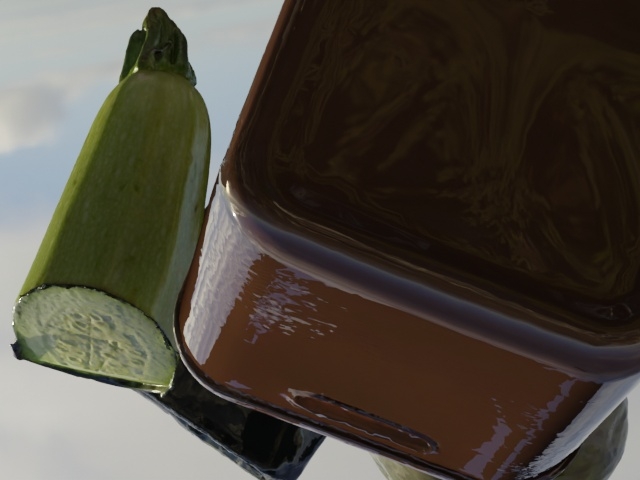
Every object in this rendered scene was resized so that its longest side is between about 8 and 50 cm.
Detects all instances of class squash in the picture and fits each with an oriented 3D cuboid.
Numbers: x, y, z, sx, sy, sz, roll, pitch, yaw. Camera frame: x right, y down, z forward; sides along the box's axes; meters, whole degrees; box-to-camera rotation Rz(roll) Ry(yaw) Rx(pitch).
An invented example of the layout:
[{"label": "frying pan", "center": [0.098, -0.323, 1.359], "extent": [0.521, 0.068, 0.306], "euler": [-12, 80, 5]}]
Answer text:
[{"label": "squash", "center": [-0.131, -0.038, 1.177], "extent": [0.137, 0.288, 0.137], "euler": [16, 172, 2]}]

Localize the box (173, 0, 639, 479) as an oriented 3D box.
[{"label": "box", "center": [0.088, -0.071, 0.837], "extent": [0.239, 0.339, 0.229], "euler": [21, 159, 0]}]

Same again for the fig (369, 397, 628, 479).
[{"label": "fig", "center": [0.203, 0.164, 1.925], "extent": [0.343, 0.343, 0.343], "euler": [-9, -171, 2]}]

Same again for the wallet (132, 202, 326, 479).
[{"label": "wallet", "center": [0.000, 0.000, 1.421], "extent": [0.228, 0.406, 0.062], "euler": [30, 166, 29]}]
